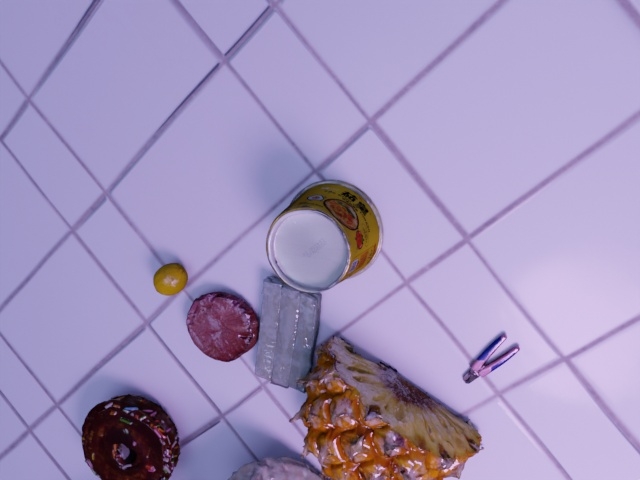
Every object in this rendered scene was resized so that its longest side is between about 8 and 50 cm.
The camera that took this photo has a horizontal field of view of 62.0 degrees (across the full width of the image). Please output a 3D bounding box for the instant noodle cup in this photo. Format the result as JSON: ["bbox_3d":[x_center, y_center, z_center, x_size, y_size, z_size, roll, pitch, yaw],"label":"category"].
[{"bbox_3d":[0.000,0.000,0.873,0.182,0.144,0.182,5,106,17],"label":"instant noodle cup"}]

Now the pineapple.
[{"bbox_3d":[0.069,0.382,0.913,0.344,0.209,0.286,33,112,7],"label":"pineapple"}]

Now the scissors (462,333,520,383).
[{"bbox_3d":[0.283,0.205,0.901,0.039,0.012,0.113,44,113,4],"label":"scissors"}]

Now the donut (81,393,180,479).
[{"bbox_3d":[-0.403,0.439,1.154,0.235,0.089,0.235,4,104,18],"label":"donut"}]

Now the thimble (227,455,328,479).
[{"bbox_3d":[-0.083,0.552,0.971,0.291,0.291,0.195,43,107,4],"label":"thimble"}]

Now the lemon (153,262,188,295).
[{"bbox_3d":[-0.293,0.077,1.038,0.083,0.062,0.062,-34,91,27],"label":"lemon"}]

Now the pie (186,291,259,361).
[{"bbox_3d":[-0.191,0.168,1.040,0.155,0.036,0.154,5,105,18],"label":"pie"}]

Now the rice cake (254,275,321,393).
[{"bbox_3d":[-0.064,0.181,0.999,0.124,0.038,0.211,18,109,14],"label":"rice cake"}]
